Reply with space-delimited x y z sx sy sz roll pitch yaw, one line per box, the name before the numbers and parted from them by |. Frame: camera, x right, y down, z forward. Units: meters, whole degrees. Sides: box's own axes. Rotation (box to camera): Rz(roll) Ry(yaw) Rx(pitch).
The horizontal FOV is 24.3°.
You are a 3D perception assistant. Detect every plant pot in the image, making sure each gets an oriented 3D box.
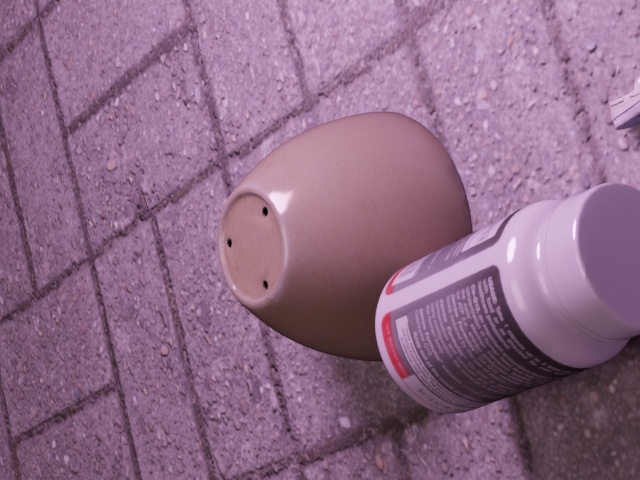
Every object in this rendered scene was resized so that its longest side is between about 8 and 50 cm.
plant pot | 0.000 0.000 1.632 0.284 0.191 0.284 7 98 53

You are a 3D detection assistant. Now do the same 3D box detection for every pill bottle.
pill bottle | 0.195 0.057 1.403 0.283 0.161 0.161 -29 71 50

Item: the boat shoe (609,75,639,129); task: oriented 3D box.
boat shoe | 0.299 -0.136 1.353 0.100 0.035 0.035 -38 66 55
